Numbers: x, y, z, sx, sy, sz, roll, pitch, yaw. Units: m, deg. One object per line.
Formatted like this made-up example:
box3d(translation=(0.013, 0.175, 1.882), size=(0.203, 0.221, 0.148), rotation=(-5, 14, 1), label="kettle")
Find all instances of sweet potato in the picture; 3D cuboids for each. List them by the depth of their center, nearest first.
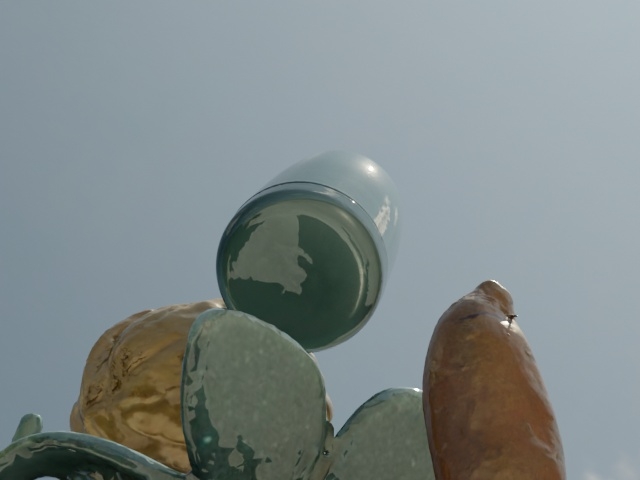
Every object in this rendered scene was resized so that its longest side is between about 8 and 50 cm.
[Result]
box3d(translation=(0.064, 0.104, 0.686), size=(0.056, 0.056, 0.195), rotation=(19, -119, -33), label="sweet potato")

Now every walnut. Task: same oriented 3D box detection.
box3d(translation=(-0.098, 0.141, 1.529), size=(0.245, 0.198, 0.198), rotation=(3, -74, -46), label="walnut")

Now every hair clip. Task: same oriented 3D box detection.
box3d(translation=(-0.076, 0.236, 1.222), size=(0.318, 0.238, 0.392), rotation=(38, -124, -36), label="hair clip")

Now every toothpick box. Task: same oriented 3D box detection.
box3d(translation=(0.000, 0.000, 1.364), size=(0.120, 0.184, 0.120), rotation=(3, -73, 11), label="toothpick box")
